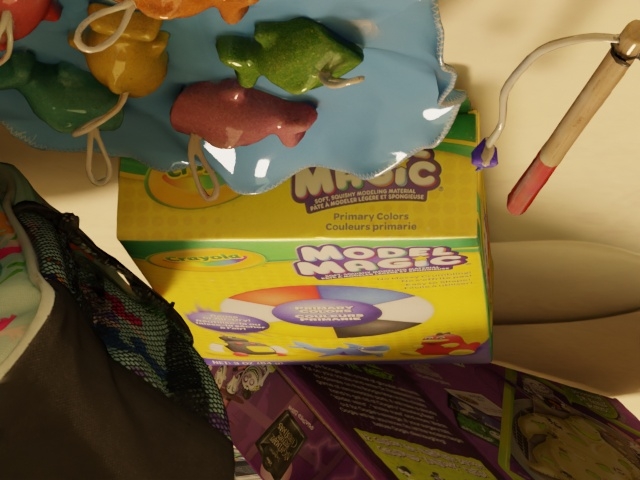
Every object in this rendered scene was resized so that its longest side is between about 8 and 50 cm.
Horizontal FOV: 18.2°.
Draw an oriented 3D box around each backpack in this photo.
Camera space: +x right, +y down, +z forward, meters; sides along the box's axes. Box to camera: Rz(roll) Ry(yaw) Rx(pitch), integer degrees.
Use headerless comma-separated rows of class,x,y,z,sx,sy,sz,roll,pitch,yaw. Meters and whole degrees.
backpack,-0.156,0.073,0.687,0.191,0.225,0.253,46,-177,-15

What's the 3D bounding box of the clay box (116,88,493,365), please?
clay box,0.000,0.000,0.759,0.127,0.053,0.222,-1,164,7

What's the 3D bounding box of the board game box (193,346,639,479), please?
board game box,0.099,0.124,0.972,0.347,0.208,0.056,18,114,-45

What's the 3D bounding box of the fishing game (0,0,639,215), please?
fishing game,-0.046,-0.048,0.578,0.264,0.041,0.189,10,158,-7

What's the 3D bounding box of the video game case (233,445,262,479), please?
video game case,-0.075,0.149,1.339,0.173,0.022,0.190,16,159,-42
